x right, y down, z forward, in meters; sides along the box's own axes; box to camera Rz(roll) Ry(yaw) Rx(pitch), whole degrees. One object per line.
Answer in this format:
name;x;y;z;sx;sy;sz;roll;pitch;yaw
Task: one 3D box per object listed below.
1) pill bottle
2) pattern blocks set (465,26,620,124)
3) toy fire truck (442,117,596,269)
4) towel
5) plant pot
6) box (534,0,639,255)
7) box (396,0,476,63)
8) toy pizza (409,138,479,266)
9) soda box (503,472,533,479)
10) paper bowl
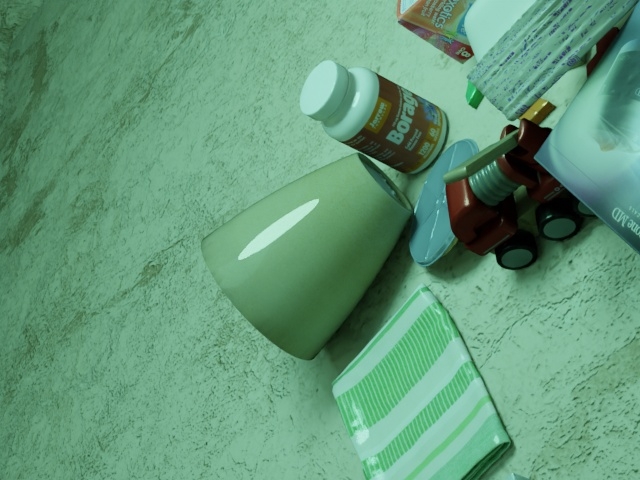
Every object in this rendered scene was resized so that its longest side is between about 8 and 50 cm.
pill bottle;0.080;-0.194;2.033;0.121;0.216;0.121;-35;44;41
pattern blocks set;0.328;-0.301;1.914;0.325;0.026;0.285;-27;49;47
toy fire truck;0.231;-0.073;1.695;0.217;0.246;0.158;-39;40;37
towel;0.128;0.242;1.845;0.248;0.038;0.325;-50;35;23
plant pot;0.000;0.000;2.031;0.274;0.256;0.256;-43;36;13
box;0.441;-0.120;1.476;0.294;0.183;0.296;-58;32;15
box;0.222;-0.444;2.028;0.154;0.142;0.300;-36;36;40
toy pizza;0.189;-0.053;1.930;0.201;0.032;0.201;-58;19;34
soda box;0.198;0.379;1.611;0.216;0.074;0.069;-46;37;29
paper bowl;0.295;-0.297;1.668;0.284;0.148;0.284;-45;-1;-1
